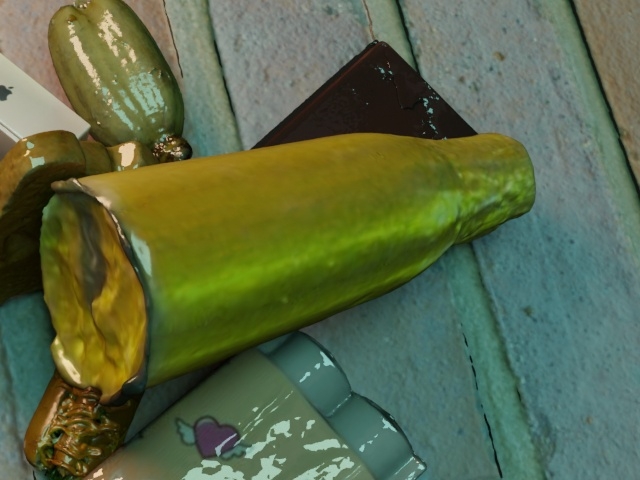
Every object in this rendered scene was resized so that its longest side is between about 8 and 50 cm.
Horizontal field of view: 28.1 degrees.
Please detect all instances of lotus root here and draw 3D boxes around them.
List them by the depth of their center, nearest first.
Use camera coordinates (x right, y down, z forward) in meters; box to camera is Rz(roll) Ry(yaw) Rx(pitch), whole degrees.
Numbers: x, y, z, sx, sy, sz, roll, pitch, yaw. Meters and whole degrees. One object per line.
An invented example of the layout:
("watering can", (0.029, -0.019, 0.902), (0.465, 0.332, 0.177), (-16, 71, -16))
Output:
("lotus root", (-0.166, -0.126, 1.080), (0.090, 0.077, 0.183), (-28, 76, -17))

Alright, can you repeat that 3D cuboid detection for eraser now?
("eraser", (-0.079, 0.207, 0.963), (0.290, 0.087, 0.171), (-38, 79, -26))

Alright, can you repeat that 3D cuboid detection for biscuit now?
("biscuit", (-0.229, -0.004, 0.964), (0.239, 0.212, 0.041), (-31, 72, 2))

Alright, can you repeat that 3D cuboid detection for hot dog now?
("hot dog", (-0.172, 0.110, 0.995), (0.072, 0.055, 0.188), (25, 63, -7))

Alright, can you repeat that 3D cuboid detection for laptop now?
("laptop", (0.038, -0.071, 1.149), (0.154, 0.026, 0.207), (45, 65, 2))

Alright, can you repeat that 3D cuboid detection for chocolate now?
("chocolate", (0.000, 0.000, 1.002), (0.445, 0.162, 0.162), (-14, 72, -39))

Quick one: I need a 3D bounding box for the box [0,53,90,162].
("box", (-0.253, -0.086, 1.009), (0.129, 0.130, 0.051), (39, 62, 2))
